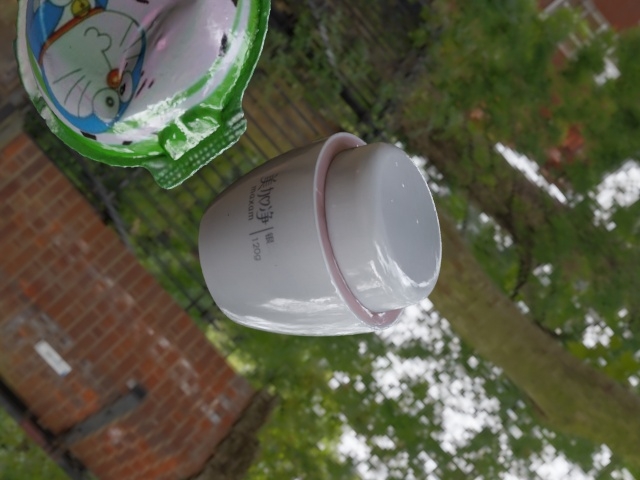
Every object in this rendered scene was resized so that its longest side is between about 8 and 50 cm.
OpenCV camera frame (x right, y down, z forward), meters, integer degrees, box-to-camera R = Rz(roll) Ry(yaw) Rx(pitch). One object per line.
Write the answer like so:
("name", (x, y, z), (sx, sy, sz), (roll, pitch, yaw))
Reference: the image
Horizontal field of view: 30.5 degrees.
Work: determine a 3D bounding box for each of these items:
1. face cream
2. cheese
("face cream", (0.000, 0.000, 0.538), (0.095, 0.091, 0.091), (-13, -157, 27))
("cheese", (-0.140, -0.185, 0.778), (0.204, 0.320, 0.083), (-33, 164, 22))
